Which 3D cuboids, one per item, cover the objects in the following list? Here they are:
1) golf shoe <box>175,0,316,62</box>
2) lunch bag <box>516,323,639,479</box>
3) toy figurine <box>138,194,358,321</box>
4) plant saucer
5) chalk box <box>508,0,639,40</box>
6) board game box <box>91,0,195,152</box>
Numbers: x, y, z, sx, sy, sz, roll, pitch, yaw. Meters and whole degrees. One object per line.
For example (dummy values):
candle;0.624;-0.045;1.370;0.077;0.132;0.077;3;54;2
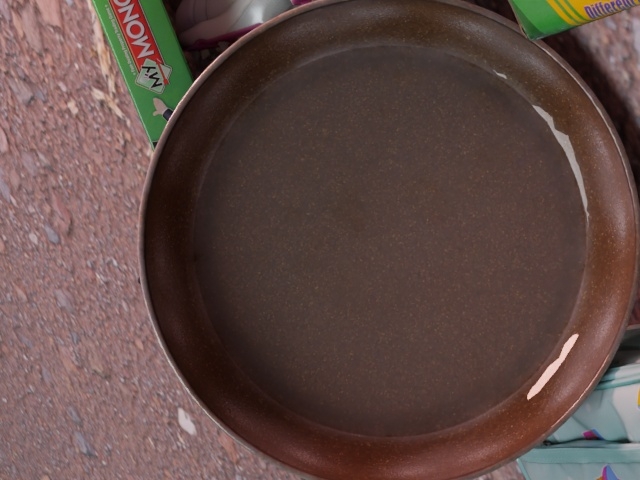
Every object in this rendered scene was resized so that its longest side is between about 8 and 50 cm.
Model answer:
golf shoe;-0.017;-0.208;1.256;0.306;0.115;0.140;-18;85;59
lunch bag;0.240;0.155;1.183;0.279;0.108;0.224;-16;104;60
toy figurine;0.000;0.000;1.301;0.148;0.213;0.209;45;147;2
plant saucer;0.042;0.000;1.162;0.310;0.311;0.050;58;-177;-1
chalk box;0.144;-0.269;0.857;0.179;0.180;0.289;-8;112;59
board game box;-0.135;-0.157;1.366;0.317;0.046;0.213;-129;16;-80
